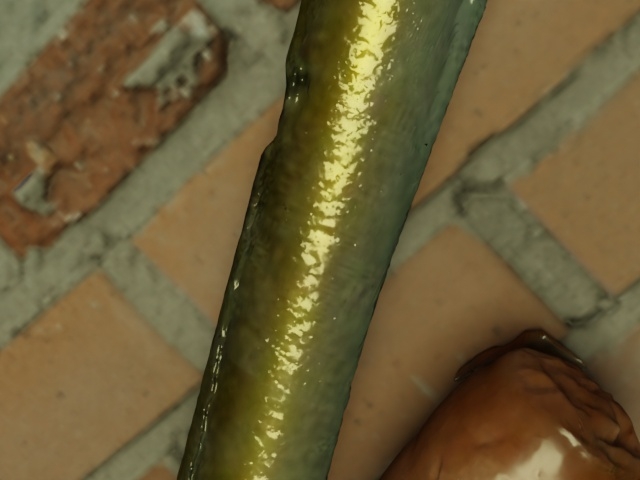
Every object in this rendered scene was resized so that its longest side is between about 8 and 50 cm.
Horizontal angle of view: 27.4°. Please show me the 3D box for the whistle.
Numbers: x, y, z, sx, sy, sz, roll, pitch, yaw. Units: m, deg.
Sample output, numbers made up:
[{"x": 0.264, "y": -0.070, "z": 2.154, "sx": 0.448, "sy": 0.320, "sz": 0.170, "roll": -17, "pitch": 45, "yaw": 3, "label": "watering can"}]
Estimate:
[{"x": -0.001, "y": 0.000, "z": 0.518, "sx": 0.068, "sy": 0.057, "sz": 0.327, "roll": 25, "pitch": 111, "yaw": 26, "label": "whistle"}]

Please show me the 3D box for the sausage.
[{"x": 0.004, "y": 0.224, "z": 0.582, "sx": 0.094, "sy": 0.094, "sz": 0.419, "roll": 38, "pitch": 113, "yaw": 23, "label": "sausage"}]
